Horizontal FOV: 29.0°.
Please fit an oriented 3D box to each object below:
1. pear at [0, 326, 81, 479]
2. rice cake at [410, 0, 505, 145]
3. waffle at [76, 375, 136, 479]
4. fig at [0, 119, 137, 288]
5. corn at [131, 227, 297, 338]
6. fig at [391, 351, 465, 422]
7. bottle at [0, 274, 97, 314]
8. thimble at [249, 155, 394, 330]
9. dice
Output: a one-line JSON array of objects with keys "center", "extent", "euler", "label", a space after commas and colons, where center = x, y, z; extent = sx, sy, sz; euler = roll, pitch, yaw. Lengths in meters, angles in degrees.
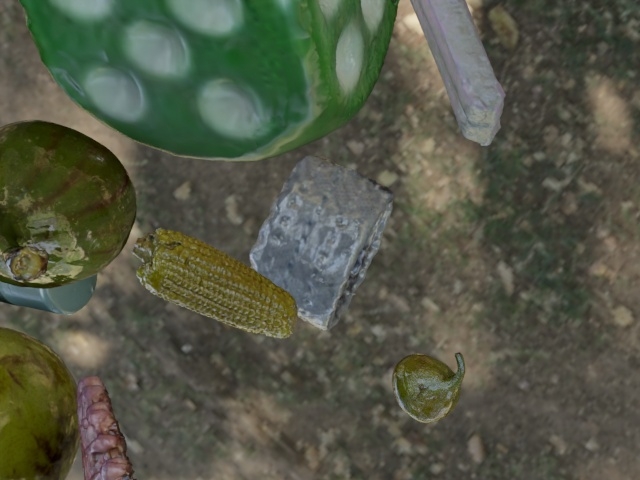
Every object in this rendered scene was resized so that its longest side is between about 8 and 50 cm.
[{"center": [-0.437, 0.241, 1.541], "extent": [0.283, 0.283, 0.283], "euler": [22, 134, 25], "label": "pear"}, {"center": [0.149, -0.262, 1.493], "extent": [0.106, 0.050, 0.298], "euler": [83, 168, -69], "label": "rice cake"}, {"center": [-0.244, 0.281, 1.417], "extent": [0.234, 0.055, 0.221], "euler": [-127, 31, -56], "label": "waffle"}, {"center": [-0.236, -0.004, 0.978], "extent": [0.151, 0.259, 0.151], "euler": [1, 113, 3], "label": "fig"}, {"center": [-0.147, 0.063, 1.736], "extent": [0.261, 0.097, 0.097], "euler": [28, 144, -20], "label": "corn"}, {"center": [0.137, 0.177, 1.495], "extent": [0.098, 0.082, 0.084], "euler": [-12, 78, 43], "label": "fig"}, {"center": [-0.370, 0.022, 1.367], "extent": [0.286, 0.082, 0.082], "euler": [9, 127, 37], "label": "bottle"}, {"center": [0.000, 0.000, 1.915], "extent": [0.157, 0.217, 0.245], "euler": [27, 97, 9], "label": "thimble"}, {"center": [-0.093, -0.273, 1.166], "extent": [0.300, 0.297, 0.287], "euler": [12, 144, 17], "label": "dice"}]
